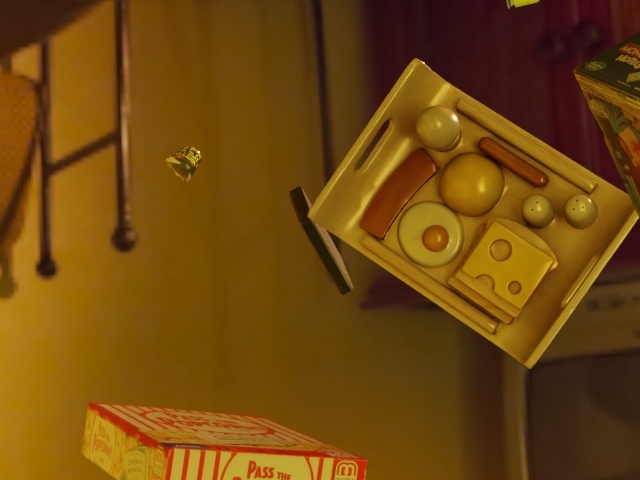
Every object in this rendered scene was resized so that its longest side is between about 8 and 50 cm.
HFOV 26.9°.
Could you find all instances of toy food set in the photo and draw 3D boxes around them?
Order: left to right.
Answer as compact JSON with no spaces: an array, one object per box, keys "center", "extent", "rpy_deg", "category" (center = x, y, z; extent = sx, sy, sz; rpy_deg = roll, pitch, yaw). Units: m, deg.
[{"center":[0.168,-0.032,1.470],"extent":[0.306,0.219,0.092],"rpy_deg":[35,-178,17],"category":"toy food set"}]

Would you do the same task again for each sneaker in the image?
[{"center":[-0.142,-0.085,1.410],"extent":[0.035,0.031,0.083],"rpy_deg":[-42,-165,-5],"category":"sneaker"}]

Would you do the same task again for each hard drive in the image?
[{"center":[0.000,0.000,1.854],"extent":[0.022,0.135,0.094],"rpy_deg":[-27,-147,5],"category":"hard drive"}]

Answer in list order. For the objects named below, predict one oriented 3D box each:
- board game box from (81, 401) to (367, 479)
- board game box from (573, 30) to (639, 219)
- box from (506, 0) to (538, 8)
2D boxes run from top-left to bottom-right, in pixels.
[{"center":[-0.076,0.158,0.970],"extent":[0.147,0.045,0.193],"rpy_deg":[8,179,-26],"category":"board game box"},{"center":[0.249,-0.011,0.796],"extent":[0.060,0.194,0.194],"rpy_deg":[-30,-152,-9],"category":"board game box"},{"center":[0.293,-0.397,1.873],"extent":[0.042,0.109,0.178],"rpy_deg":[-6,-160,26],"category":"box"}]
